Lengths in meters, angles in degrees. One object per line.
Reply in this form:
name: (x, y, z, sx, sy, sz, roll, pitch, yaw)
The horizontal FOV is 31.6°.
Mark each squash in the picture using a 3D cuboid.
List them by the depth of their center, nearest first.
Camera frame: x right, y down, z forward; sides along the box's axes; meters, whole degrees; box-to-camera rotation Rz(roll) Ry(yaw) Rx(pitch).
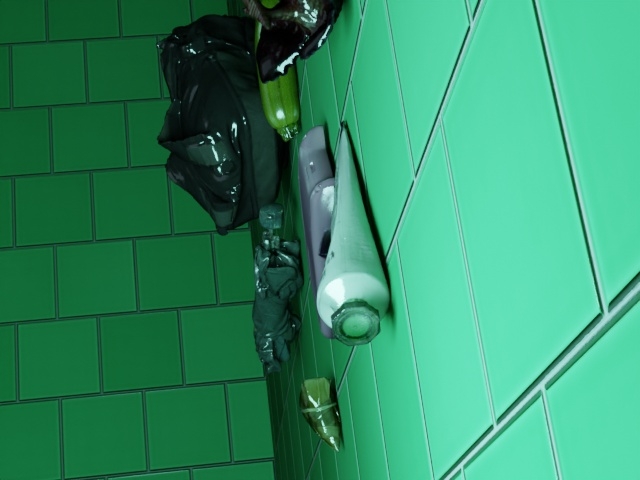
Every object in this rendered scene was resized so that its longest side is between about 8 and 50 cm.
squash: (-0.073, -0.291, 1.884, 0.069, 0.069, 0.258, 176, 90, -83)

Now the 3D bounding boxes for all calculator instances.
calculator: (-0.001, 0.000, 1.580, 0.194, 0.043, 0.294, -104, 10, -52)

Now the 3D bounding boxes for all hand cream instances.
hand cream: (0.030, -0.005, 1.273, 0.336, 0.076, 0.121, -93, 8, -57)

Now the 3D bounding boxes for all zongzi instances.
zongzi: (0.003, 0.273, 1.710, 0.109, 0.055, 0.119, 97, 156, -70)

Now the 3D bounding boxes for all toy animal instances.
toy animal: (-0.010, -0.287, 1.323, 0.179, 0.116, 0.218, -50, -11, -51)

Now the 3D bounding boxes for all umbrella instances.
umbrella: (-0.078, 0.084, 2.077, 0.143, 0.094, 0.349, -93, 5, -55)

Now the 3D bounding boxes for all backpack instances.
backpack: (-0.182, -0.216, 2.135, 0.446, 0.254, 0.363, -111, 11, -59)
